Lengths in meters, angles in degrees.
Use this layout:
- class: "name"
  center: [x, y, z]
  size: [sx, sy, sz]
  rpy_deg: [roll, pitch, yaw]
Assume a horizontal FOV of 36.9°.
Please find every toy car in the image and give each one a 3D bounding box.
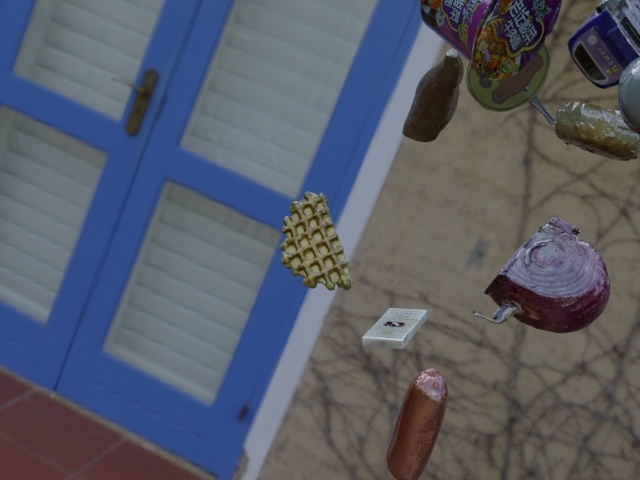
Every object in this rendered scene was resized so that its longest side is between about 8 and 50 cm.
- class: "toy car"
  center: [0.607, -0.421, 1.982]
  size: [0.172, 0.158, 0.235]
  rpy_deg: [51, 38, -9]

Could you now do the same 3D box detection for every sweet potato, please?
- class: "sweet potato"
  center: [0.196, -0.238, 1.572]
  size: [0.077, 0.077, 0.244]
  rpy_deg: [22, -31, -2]

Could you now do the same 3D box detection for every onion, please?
- class: "onion"
  center: [0.509, 0.101, 2.109]
  size: [0.230, 0.272, 0.256]
  rpy_deg: [35, 8, 10]

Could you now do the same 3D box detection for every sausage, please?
- class: "sausage"
  center: [0.157, 0.299, 1.545]
  size: [0.077, 0.194, 0.077]
  rpy_deg: [15, 12, -3]

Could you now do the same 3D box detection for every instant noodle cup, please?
- class: "instant noodle cup"
  center: [0.335, -0.477, 1.955]
  size: [0.190, 0.251, 0.251]
  rpy_deg: [42, 20, 34]

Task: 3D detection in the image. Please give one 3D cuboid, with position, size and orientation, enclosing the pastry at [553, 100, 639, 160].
- class: "pastry"
  center: [0.583, -0.227, 2.009]
  size: [0.182, 0.093, 0.192]
  rpy_deg: [21, 6, 24]

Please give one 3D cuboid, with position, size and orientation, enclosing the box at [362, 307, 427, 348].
- class: "box"
  center: [0.160, 0.186, 2.044]
  size: [0.090, 0.024, 0.167]
  rpy_deg: [2, 19, 25]

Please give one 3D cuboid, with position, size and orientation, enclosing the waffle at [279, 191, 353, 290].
- class: "waffle"
  center: [0.000, 0.000, 1.856]
  size: [0.160, 0.192, 0.046]
  rpy_deg: [11, -12, 12]

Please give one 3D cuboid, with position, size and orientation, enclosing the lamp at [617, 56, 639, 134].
- class: "lamp"
  center: [0.389, -0.166, 1.091]
  size: [0.105, 0.105, 0.105]
  rpy_deg: [21, 10, -4]

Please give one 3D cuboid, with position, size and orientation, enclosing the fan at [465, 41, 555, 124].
- class: "fan"
  center: [0.514, -0.414, 2.491]
  size: [0.335, 0.229, 0.011]
  rpy_deg: [40, 11, -26]
